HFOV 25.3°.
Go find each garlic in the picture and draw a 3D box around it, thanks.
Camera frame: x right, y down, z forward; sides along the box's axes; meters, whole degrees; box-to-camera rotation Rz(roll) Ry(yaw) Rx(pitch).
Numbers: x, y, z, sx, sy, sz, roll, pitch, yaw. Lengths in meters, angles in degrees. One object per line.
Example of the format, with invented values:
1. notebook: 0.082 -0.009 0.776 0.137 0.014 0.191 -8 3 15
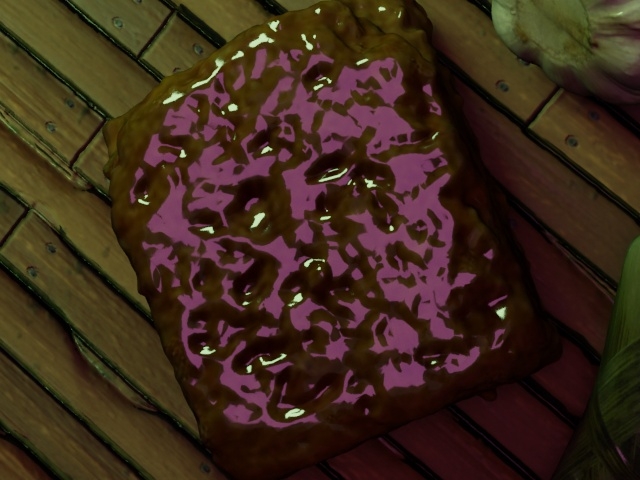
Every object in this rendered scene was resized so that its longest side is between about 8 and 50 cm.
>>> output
1. garlic: 0.271 -0.242 1.252 0.218 0.218 0.212 43 63 10

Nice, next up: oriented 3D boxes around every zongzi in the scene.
1. zongzi: 0.265 0.116 1.269 0.242 0.112 0.221 -21 82 19

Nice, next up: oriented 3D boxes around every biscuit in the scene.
1. biscuit: 0.000 0.000 1.296 0.342 0.166 0.395 -26 85 12
